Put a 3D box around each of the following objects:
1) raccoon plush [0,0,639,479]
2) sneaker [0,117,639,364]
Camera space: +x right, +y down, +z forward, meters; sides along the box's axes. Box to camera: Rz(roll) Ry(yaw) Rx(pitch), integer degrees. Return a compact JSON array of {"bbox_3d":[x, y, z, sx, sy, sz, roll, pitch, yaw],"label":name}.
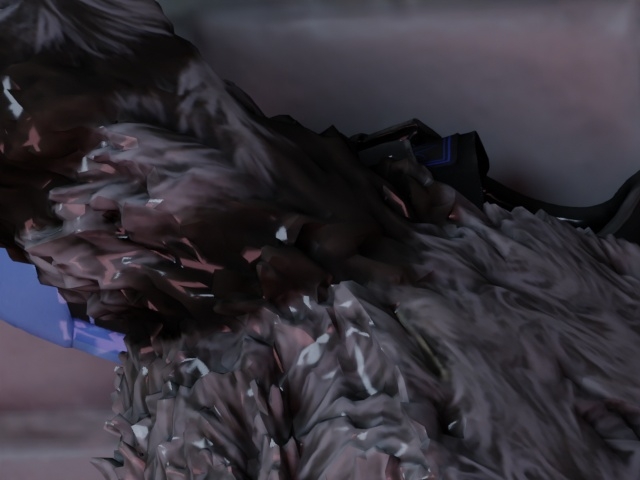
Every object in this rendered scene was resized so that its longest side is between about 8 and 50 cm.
[{"bbox_3d":[-0.016,0.120,0.530,0.446,0.216,0.299,45,121,21],"label":"raccoon plush"},{"bbox_3d":[0.000,0.000,0.589,0.232,0.081,0.090,10,106,2],"label":"sneaker"}]
